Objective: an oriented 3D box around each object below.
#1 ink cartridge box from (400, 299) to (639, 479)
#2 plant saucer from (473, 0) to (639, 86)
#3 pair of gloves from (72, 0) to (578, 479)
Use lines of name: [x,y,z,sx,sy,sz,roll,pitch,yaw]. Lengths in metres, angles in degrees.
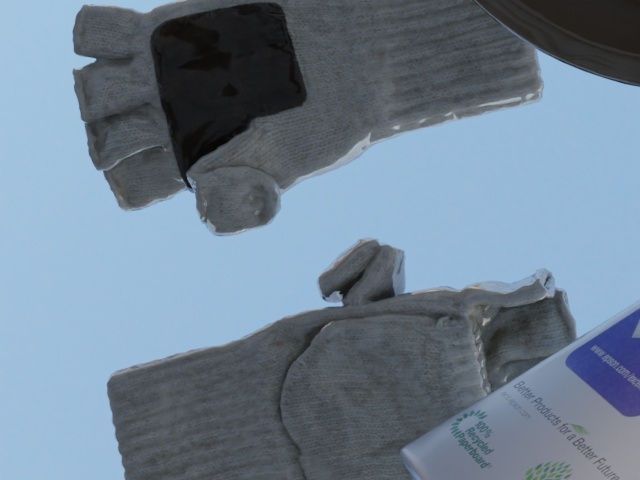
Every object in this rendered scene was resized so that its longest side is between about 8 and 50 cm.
ink cartridge box: [0.199,0.034,0.546,0.332,0.065,0.165,-33,-160,-3]
plant saucer: [0.128,-0.185,0.501,0.278,0.041,0.278,5,-83,41]
pair of gloves: [0.000,0.000,0.682,0.204,0.042,0.240,-7,-95,10]
